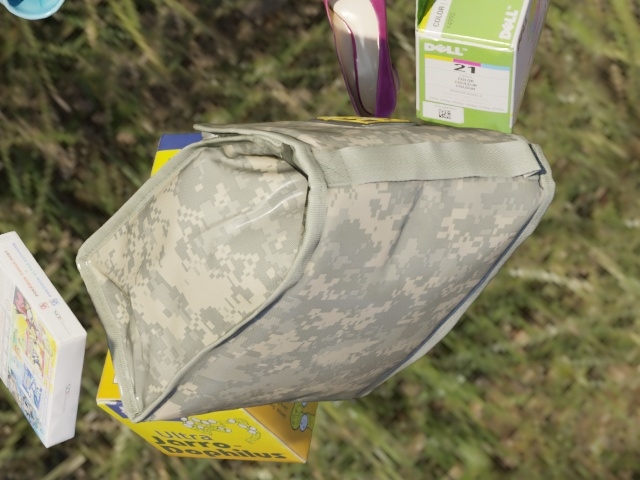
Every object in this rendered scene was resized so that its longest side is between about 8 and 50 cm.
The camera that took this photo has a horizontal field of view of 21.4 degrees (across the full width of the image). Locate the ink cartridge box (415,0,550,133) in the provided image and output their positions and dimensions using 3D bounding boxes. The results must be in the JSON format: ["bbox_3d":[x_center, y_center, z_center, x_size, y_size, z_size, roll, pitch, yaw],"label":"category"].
[{"bbox_3d":[0.153,-0.249,1.551,0.255,0.097,0.188,85,20,-56],"label":"ink cartridge box"}]

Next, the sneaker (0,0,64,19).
[{"bbox_3d":[-0.268,-0.265,1.437,0.135,0.366,0.150,3,97,-23],"label":"sneaker"}]

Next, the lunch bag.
[{"bbox_3d":[0.000,0.000,1.218,0.235,0.169,0.287,-2,153,-41],"label":"lunch bag"}]

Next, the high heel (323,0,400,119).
[{"bbox_3d":[0.042,-0.269,2.240,0.117,0.082,0.244,-62,140,-57],"label":"high heel"}]

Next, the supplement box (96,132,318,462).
[{"bbox_3d":[-0.105,0.067,2.034,0.195,0.194,0.356,48,47,-54],"label":"supplement box"}]

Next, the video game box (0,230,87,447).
[{"bbox_3d":[-0.356,0.122,2.085,0.048,0.187,0.205,-18,144,-29],"label":"video game box"}]
